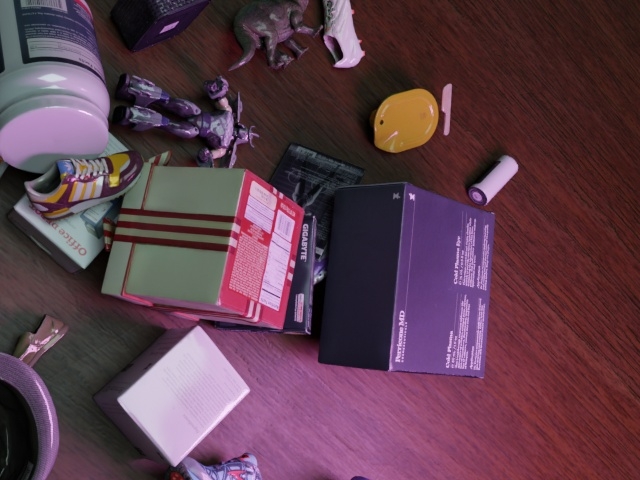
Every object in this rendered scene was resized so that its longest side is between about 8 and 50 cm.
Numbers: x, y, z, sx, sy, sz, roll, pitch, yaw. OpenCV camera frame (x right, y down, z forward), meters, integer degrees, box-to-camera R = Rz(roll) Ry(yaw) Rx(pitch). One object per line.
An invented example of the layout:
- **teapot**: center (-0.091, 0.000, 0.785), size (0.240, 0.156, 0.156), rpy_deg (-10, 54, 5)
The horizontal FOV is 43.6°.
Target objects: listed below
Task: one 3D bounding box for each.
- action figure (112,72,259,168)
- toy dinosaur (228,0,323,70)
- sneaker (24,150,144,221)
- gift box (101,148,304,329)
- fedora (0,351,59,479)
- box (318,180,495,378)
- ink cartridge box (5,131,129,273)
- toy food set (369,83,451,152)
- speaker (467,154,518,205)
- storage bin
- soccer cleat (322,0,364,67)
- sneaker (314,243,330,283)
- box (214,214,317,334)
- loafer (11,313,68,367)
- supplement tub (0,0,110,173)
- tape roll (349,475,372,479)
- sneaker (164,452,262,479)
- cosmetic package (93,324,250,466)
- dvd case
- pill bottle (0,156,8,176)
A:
- **action figure**: center (-0.240, -0.222, 1.493), size (0.284, 0.099, 0.186), rpy_deg (11, 70, -31)
- **toy dinosaur**: center (-0.104, -0.431, 1.615), size (0.160, 0.121, 0.313), rpy_deg (46, 67, -2)
- **sneaker**: center (-0.369, -0.099, 1.257), size (0.185, 0.084, 0.070), rpy_deg (-30, 56, -7)
- **gift box**: center (-0.194, -0.003, 1.353), size (0.255, 0.258, 0.277), rpy_deg (42, 55, -59)
- **fedora**: center (-0.532, 0.294, 1.212), size (0.243, 0.124, 0.276), rpy_deg (-19, 101, -28)
- **box**: center (0.176, 0.085, 1.562), size (0.312, 0.178, 0.344), rpy_deg (15, 78, -46)
- **ink cartridge box**: center (-0.403, -0.071, 1.373), size (0.154, 0.093, 0.212), rpy_deg (45, 65, -16)
- **toy food set**: center (0.187, -0.272, 1.768), size (0.217, 0.071, 0.128), rpy_deg (-18, 114, -29)
- **speaker**: center (0.403, -0.141, 1.867), size (0.136, 0.055, 0.055), rpy_deg (-43, 102, -28)
- **storage bin**: center (-0.291, -0.423, 1.450), size (0.122, 0.180, 0.084), rpy_deg (-32, 97, -30)
- **soccer cleat**: center (0.034, -0.466, 1.711), size (0.076, 0.068, 0.196), rpy_deg (-20, 94, -28)
- **sneaker**: center (0.000, 0.000, 1.596), size (0.104, 0.095, 0.236), rpy_deg (43, 58, -11)
- **box**: center (-0.100, 0.062, 1.493), size (0.175, 0.051, 0.220), rpy_deg (2, 77, 8)
- **loafer**: center (-0.480, 0.178, 1.308), size (0.050, 0.056, 0.148), rpy_deg (50, 52, -12)
- **supplement tub**: center (-0.445, -0.265, 1.284), size (0.191, 0.191, 0.272), rpy_deg (-1, 59, -30)
- **tape roll**: center (0.106, 0.536, 1.496), size (0.080, 0.189, 0.189), rpy_deg (-43, 103, -27)
- **sneaker**: center (-0.168, 0.422, 1.404), size (0.262, 0.104, 0.125), rpy_deg (49, 51, -39)
- **cosmetic package**: center (-0.254, 0.261, 1.362), size (0.183, 0.151, 0.151), rpy_deg (-43, 103, -29)
- **dvd case**: center (-0.029, -0.080, 1.581), size (0.164, 0.018, 0.221), rpy_deg (22, 66, 12)
- **pill bottle**: center (-0.574, -0.165, 1.296), size (0.152, 0.086, 0.086), rpy_deg (31, 67, -21)
